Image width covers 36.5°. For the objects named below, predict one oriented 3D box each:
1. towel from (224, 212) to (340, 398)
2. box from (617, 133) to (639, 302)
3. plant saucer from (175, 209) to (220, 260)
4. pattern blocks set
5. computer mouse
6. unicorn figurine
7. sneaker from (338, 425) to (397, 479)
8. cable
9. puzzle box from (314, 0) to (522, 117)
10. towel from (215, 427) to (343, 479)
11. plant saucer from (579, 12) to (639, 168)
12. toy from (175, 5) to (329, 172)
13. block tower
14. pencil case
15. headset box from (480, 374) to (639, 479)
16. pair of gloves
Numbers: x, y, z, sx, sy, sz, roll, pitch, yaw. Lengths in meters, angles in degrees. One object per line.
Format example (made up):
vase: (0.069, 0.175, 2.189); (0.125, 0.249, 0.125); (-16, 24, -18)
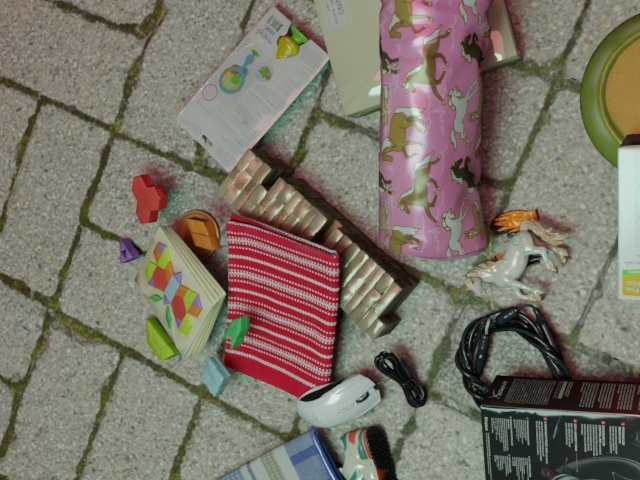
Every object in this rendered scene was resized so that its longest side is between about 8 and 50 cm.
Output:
towel: (-0.064, 0.109, 1.462); (0.198, 0.031, 0.275); (20, 124, 25)
box: (0.442, -0.030, 1.250); (0.103, 0.114, 0.203); (1, 104, 23)
plant saucer: (-0.204, -0.008, 1.592); (0.083, 0.013, 0.084); (0, 90, 23)
pattern blocks set: (-0.227, 0.076, 1.535); (0.325, 0.026, 0.285); (39, 126, 34)
computer mouse: (0.052, 0.237, 1.444); (0.193, 0.042, 0.106); (-26, 116, 16)
unicorn figurine: (0.273, 0.041, 1.369); (0.111, 0.060, 0.162); (33, 93, 16)
sneaker: (0.070, 0.363, 1.468); (0.075, 0.057, 0.161); (-14, 87, 39)
cable: (0.275, 0.190, 1.377); (0.150, 0.047, 0.184); (-25, 83, 19)
puzzle box: (0.114, -0.416, 1.436); (0.272, 0.052, 0.409); (-16, 84, 22)
towel: (-0.067, 0.440, 1.516); (0.285, 0.034, 0.209); (-34, 78, 25)
plant saucer: (0.468, -0.198, 1.300); (0.241, 0.037, 0.241); (0, 90, 22)
toy: (-0.100, -0.233, 1.525); (0.137, 0.056, 0.237); (45, 101, 20)
block tower: (0.000, 0.000, 1.466); (0.335, 0.091, 0.097); (44, 106, 15)
pencil case: (0.157, -0.170, 1.318); (0.160, 0.167, 0.386); (0, 108, 5)
headset box: (0.371, 0.303, 1.281); (0.293, 0.110, 0.218); (-1, 106, 23)
pair of gloves: (0.283, -0.001, 1.392); (0.074, 0.010, 0.083); (-11, 87, 22)
